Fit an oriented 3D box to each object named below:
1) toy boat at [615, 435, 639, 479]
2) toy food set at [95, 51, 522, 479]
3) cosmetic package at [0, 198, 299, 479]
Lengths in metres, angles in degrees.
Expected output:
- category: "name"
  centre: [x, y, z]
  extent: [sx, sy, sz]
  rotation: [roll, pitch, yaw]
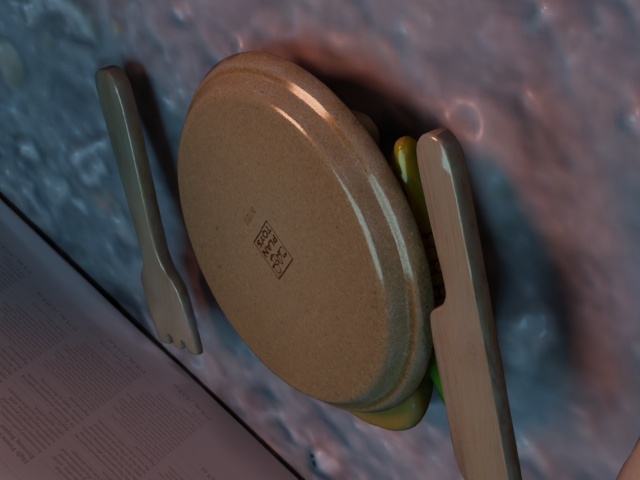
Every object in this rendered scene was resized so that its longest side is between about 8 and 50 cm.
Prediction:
- category: "toy boat"
  centre: [0.123, 0.132, 0.376]
  extent: [0.318, 0.148, 0.267]
  rotation: [-15, 113, 43]
- category: "toy food set"
  centre: [0.000, 0.000, 0.469]
  extent: [0.192, 0.039, 0.132]
  rotation: [19, 127, 49]
- category: "cosmetic package"
  centre: [-0.112, 0.076, 0.589]
  extent: [0.239, 0.099, 0.060]
  rotation: [42, 141, 14]
